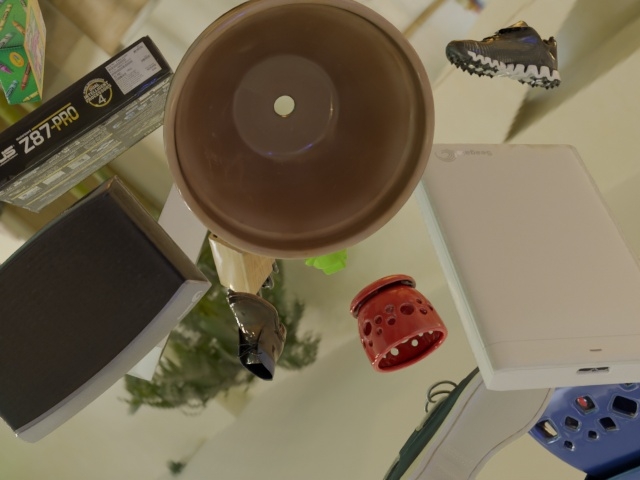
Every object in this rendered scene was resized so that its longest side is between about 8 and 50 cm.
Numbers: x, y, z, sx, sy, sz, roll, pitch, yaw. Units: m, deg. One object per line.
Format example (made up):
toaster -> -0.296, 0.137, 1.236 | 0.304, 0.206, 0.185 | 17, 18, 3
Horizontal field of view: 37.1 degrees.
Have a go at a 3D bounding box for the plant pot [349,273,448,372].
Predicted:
plant pot -> 0.169, 0.183, 2.177 | 0.191, 0.174, 0.191 | -23, 155, -11

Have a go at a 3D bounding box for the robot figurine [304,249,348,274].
robot figurine -> 0.000, 0.000, 1.573 | 0.067, 0.115, 0.101 | -23, -153, 22

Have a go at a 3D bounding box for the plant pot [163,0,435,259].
plant pot -> -0.026, -0.111, 0.865 | 0.237, 0.237, 0.109 | -47, -156, 8

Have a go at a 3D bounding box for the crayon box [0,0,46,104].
crayon box -> -0.711, -0.476, 2.253 | 0.165, 0.081, 0.278 | 88, -7, -50

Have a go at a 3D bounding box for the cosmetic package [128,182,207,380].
cosmetic package -> -0.284, 0.049, 1.790 | 0.284, 0.097, 0.377 | 121, -12, -67

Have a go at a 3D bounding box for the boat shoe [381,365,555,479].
boat shoe -> 0.149, 0.193, 0.982 | 0.254, 0.095, 0.079 | -55, -161, -3

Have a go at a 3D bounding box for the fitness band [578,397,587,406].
fitness band -> 0.419, 0.265, 1.629 | 0.209, 0.291, 0.054 | 4, -103, 63

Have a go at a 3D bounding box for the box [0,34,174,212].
box -> -0.442, -0.210, 1.820 | 0.395, 0.097, 0.318 | -36, 176, -2

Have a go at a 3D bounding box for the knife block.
knife block -> -0.180, 0.076, 2.165 | 0.276, 0.088, 0.242 | -24, 135, -66

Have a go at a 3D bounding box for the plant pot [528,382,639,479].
plant pot -> 0.429, 0.214, 1.337 | 0.236, 0.212, 0.236 | -37, 177, 37

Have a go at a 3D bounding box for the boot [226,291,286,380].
boot -> -0.124, 0.185, 1.844 | 0.082, 0.219, 0.106 | -7, -123, 21

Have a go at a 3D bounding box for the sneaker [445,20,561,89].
sneaker -> 0.323, -0.337, 1.675 | 0.078, 0.234, 0.106 | -179, -84, -67

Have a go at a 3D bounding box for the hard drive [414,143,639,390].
hard drive -> 0.221, 0.014, 0.977 | 0.040, 0.203, 0.307 | 103, -20, -44

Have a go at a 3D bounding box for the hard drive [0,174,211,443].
hard drive -> -0.257, 0.073, 0.973 | 0.255, 0.172, 0.054 | -41, 179, 3
